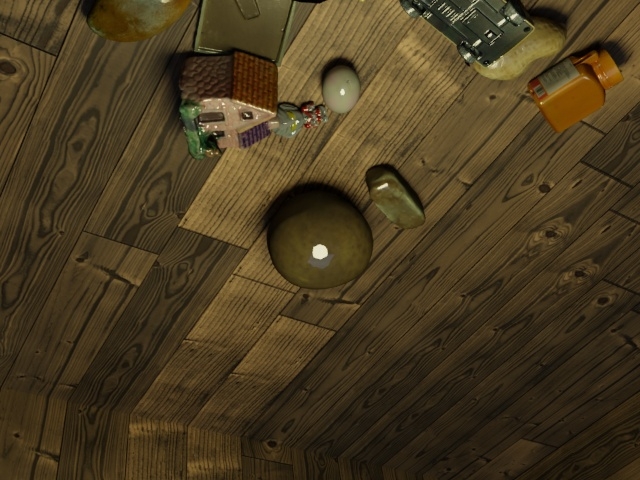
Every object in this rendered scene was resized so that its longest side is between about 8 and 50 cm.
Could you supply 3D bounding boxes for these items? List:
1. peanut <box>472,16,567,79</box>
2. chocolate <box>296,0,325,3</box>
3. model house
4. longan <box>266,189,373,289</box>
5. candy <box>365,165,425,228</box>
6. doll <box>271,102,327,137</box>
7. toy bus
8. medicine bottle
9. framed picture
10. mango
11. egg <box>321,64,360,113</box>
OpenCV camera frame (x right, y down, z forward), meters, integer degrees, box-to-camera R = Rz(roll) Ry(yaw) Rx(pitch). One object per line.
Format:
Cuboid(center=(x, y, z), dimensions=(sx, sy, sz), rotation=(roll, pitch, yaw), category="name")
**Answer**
Cuboid(center=(0.517, -0.499, 1.901), dimensions=(0.253, 0.122, 0.137), rotation=(-27, 142, 11), category="peanut")
Cuboid(center=(-0.012, -0.673, 1.564), dimensions=(0.283, 0.186, 0.284), rotation=(22, 138, 21), category="chocolate")
Cuboid(center=(-0.219, -0.328, 1.870), dimensions=(0.237, 0.202, 0.237), rotation=(-4, 138, 1), category="model house")
Cuboid(center=(0.000, 0.000, 2.182), dimensions=(0.318, 0.319, 0.319), rotation=(-5, 135, -5), category="longan")
Cuboid(center=(0.228, -0.128, 2.225), dimensions=(0.102, 0.104, 0.234), rotation=(-29, 132, 17), category="candy")
Cuboid(center=(-0.070, -0.331, 2.005), dimensions=(0.180, 0.079, 0.094), rotation=(-12, 107, -6), category="doll")
Cuboid(center=(0.323, -0.581, 1.731), dimensions=(0.365, 0.202, 0.177), rotation=(27, 131, -34), category="toy bus")
Cuboid(center=(0.701, -0.418, 2.011), dimensions=(0.222, 0.112, 0.149), rotation=(-32, 130, 21), category="medicine bottle")
Cuboid(center=(-0.172, -0.575, 1.776), dimensions=(0.231, 0.024, 0.315), rotation=(7, 134, -16), category="framed picture")
Cuboid(center=(-0.411, -0.558, 1.670), dimensions=(0.316, 0.146, 0.192), rotation=(-32, 123, 30), category="mango")
Cuboid(center=(0.054, -0.396, 1.932), dimensions=(0.103, 0.103, 0.135), rotation=(-3, 138, -6), category="egg")
